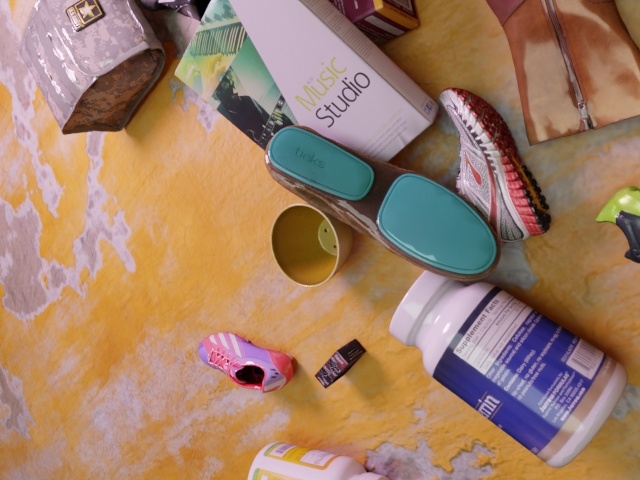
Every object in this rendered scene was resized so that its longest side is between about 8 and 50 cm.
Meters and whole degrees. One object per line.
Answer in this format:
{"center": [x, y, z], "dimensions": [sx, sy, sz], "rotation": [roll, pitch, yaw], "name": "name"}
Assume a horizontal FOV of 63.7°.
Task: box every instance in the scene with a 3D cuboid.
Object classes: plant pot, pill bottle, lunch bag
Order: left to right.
{"center": [-0.451, -0.387, 1.025], "dimensions": [0.287, 0.169, 0.235], "rotation": [-36, 80, 37], "name": "lunch bag"}
{"center": [0.000, 0.000, 0.839], "dimensions": [0.134, 0.095, 0.134], "rotation": [9, 107, 34], "name": "plant pot"}
{"center": [0.001, 0.449, 0.917], "dimensions": [0.246, 0.136, 0.136], "rotation": [-5, 98, 36], "name": "pill bottle"}
{"center": [0.231, 0.149, 0.674], "dimensions": [0.265, 0.153, 0.153], "rotation": [35, 119, 25], "name": "pill bottle"}

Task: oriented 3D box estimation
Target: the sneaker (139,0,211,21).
{"center": [-0.241, -0.438, 0.921], "dimensions": [0.235, 0.078, 0.106], "rotation": [-5, 95, 34], "name": "sneaker"}

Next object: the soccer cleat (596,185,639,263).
{"center": [0.401, 0.013, 0.586], "dimensions": [0.178, 0.060, 0.072], "rotation": [52, 134, 22], "name": "soccer cleat"}

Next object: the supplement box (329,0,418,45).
{"center": [0.028, -0.316, 0.737], "dimensions": [0.188, 0.104, 0.080], "rotation": [-13, 87, 37], "name": "supplement box"}

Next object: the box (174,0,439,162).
{"center": [-0.029, -0.214, 0.728], "dimensions": [0.322, 0.058, 0.232], "rotation": [40, 136, -9], "name": "box"}

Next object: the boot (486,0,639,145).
{"center": [0.313, -0.269, 0.554], "dimensions": [0.264, 0.096, 0.280], "rotation": [-18, 91, 37], "name": "boot"}

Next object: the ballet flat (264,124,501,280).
{"center": [0.078, -0.046, 0.713], "dimensions": [0.343, 0.124, 0.116], "rotation": [26, 80, 10], "name": "ballet flat"}

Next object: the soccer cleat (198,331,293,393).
{"center": [-0.165, 0.240, 1.013], "dimensions": [0.248, 0.095, 0.082], "rotation": [7, 105, 34], "name": "soccer cleat"}

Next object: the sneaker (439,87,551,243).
{"center": [0.208, -0.097, 0.674], "dimensions": [0.093, 0.088, 0.225], "rotation": [-27, 84, 38], "name": "sneaker"}

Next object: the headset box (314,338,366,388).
{"center": [0.036, 0.208, 0.883], "dimensions": [0.032, 0.062, 0.083], "rotation": [47, 122, 17], "name": "headset box"}
